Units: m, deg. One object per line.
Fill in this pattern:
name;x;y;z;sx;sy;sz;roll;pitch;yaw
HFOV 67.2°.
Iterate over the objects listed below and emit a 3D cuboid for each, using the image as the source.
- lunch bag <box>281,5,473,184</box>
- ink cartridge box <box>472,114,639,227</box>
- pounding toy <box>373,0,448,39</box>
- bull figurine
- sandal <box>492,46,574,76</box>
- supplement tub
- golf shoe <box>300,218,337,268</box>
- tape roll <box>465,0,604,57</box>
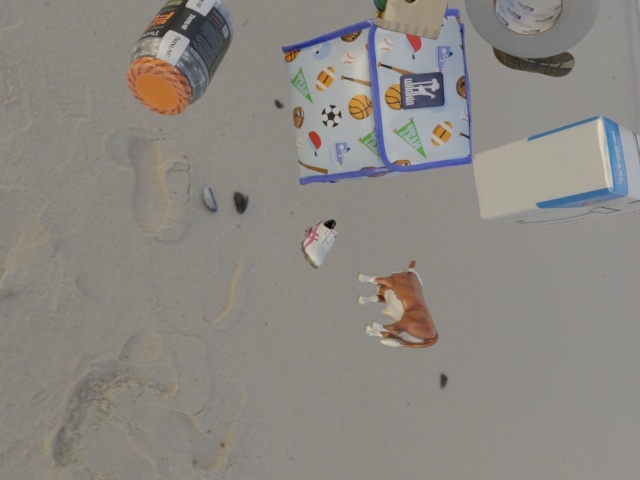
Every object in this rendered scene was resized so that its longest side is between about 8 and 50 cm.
lunch bag;0.132;-0.301;1.065;0.239;0.385;0.328;-21;106;-61
ink cartridge box;0.308;-0.072;0.589;0.203;0.148;0.086;3;78;-41
pounding toy;0.134;-0.409;0.714;0.206;0.094;0.181;-90;-170;-63
bull figurine;0.196;0.155;1.239;0.310;0.188;0.101;-103;-166;-59
sandal;0.453;-0.400;1.035;0.180;0.072;0.049;17;35;-1
supplement tub;-0.356;-0.482;1.235;0.193;0.193;0.316;39;49;-32
golf shoe;0.000;0.000;1.235;0.067;0.086;0.186;49;22;-22
tape roll;0.364;-0.422;0.821;0.219;0.219;0.072;42;69;-31
